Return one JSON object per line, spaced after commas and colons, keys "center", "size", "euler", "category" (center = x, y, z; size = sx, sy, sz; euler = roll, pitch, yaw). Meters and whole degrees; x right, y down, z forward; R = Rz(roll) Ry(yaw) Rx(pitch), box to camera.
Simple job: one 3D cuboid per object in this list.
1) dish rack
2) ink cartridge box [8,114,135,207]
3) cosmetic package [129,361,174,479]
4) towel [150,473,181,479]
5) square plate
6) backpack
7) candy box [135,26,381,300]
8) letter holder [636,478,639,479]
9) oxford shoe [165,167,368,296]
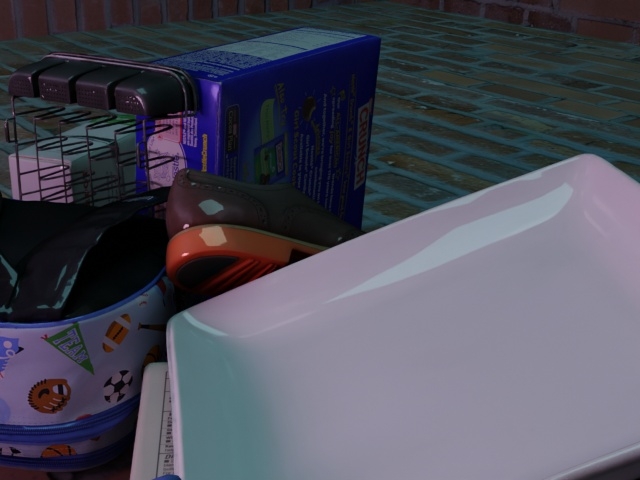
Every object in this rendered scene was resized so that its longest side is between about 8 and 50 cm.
{"center": [-0.223, -0.044, 1.035], "size": [0.208, 0.271, 0.074], "euler": [13, 22, 32], "category": "dish rack"}
{"center": [-0.270, -0.054, 1.227], "size": [0.087, 0.153, 0.208], "euler": [7, 21, 19], "category": "ink cartridge box"}
{"center": [-0.041, 0.194, 0.646], "size": [0.160, 0.113, 0.309], "euler": [-1, 20, -4], "category": "cosmetic package"}
{"center": [-0.244, 0.223, 0.486], "size": [0.243, 0.040, 0.336], "euler": [-24, 7, 36], "category": "towel"}
{"center": [0.077, 0.071, 0.623], "size": [0.347, 0.049, 0.344], "euler": [-21, 22, -1], "category": "square plate"}
{"center": [-0.234, 0.066, 0.838], "size": [0.277, 0.213, 0.263], "euler": [2, 12, 10], "category": "backpack"}
{"center": [-0.065, -0.087, 1.161], "size": [0.122, 0.268, 0.317], "euler": [18, 26, 29], "category": "candy box"}
{"center": [0.184, 0.229, 0.550], "size": [0.152, 0.214, 0.302], "euler": [-30, 19, 10], "category": "letter holder"}
{"center": [0.000, 0.000, 0.848], "size": [0.271, 0.097, 0.098], "euler": [14, 53, -35], "category": "oxford shoe"}
